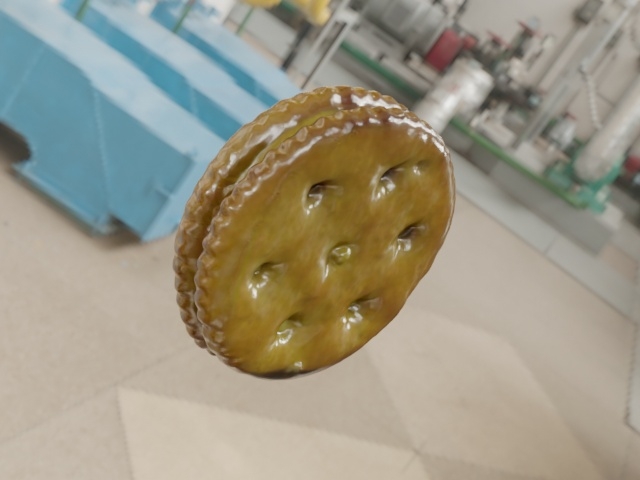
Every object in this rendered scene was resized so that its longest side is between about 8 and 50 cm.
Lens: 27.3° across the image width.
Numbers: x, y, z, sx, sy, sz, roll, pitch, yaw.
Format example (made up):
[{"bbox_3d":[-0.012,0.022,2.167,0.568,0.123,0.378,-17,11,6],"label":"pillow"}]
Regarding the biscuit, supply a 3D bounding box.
[{"bbox_3d":[0.000,0.000,0.890,0.220,0.220,0.066,18,16,-48],"label":"biscuit"}]
